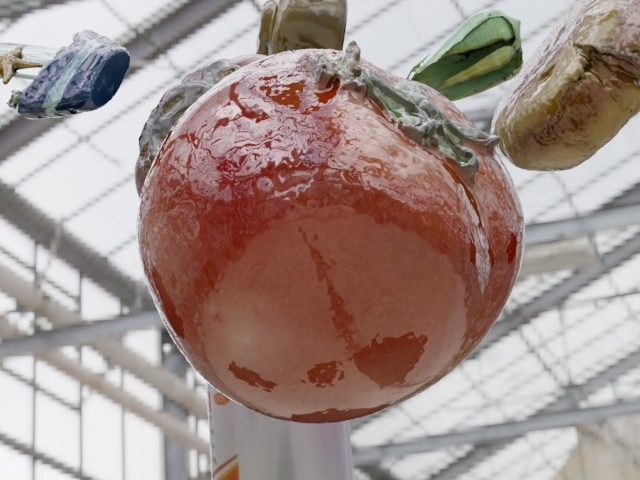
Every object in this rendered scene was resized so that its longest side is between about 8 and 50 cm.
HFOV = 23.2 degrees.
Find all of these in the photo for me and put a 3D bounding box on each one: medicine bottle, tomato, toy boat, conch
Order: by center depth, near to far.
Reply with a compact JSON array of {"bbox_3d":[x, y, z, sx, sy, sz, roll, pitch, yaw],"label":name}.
[{"bbox_3d":[0.000,0.000,1.306,0.322,0.321,0.321,-4,-25,-2],"label":"tomato"},{"bbox_3d":[-0.377,-0.202,1.838,0.291,0.220,0.067,5,-61,16],"label":"toy boat"},{"bbox_3d":[0.194,-0.225,2.001,0.170,0.105,0.079,-37,-36,1],"label":"conch"},{"bbox_3d":[-0.059,0.231,2.200,0.202,0.315,0.202,-3,-2,0],"label":"medicine bottle"}]

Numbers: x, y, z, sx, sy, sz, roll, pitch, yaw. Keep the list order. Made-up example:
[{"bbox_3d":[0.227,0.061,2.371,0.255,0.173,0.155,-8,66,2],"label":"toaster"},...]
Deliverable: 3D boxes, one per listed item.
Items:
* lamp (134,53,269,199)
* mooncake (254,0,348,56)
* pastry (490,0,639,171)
[{"bbox_3d":[-0.078,-0.076,1.581,0.227,0.227,0.227,-4,-25,-2],"label":"lamp"},{"bbox_3d":[-0.033,-0.234,2.091,0.117,0.234,0.235,6,-26,-6],"label":"mooncake"},{"bbox_3d":[0.409,-0.246,2.435,0.164,0.356,0.356,37,-37,-9],"label":"pastry"}]
